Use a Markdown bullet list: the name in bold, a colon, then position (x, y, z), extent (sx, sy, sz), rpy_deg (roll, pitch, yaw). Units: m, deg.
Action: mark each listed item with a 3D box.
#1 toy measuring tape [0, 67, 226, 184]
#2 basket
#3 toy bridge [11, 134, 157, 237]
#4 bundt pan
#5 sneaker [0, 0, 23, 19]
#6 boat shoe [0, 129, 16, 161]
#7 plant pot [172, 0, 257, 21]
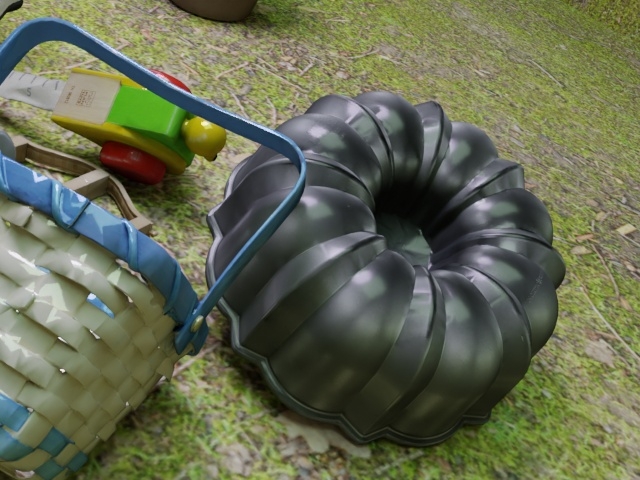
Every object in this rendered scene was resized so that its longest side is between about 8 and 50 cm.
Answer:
- **toy measuring tape**: position (-0.238, -0.133, 0.803), extent (0.330, 0.121, 0.121), rpy_deg (14, 30, 23)
- **basket**: position (-0.182, -0.008, 0.504), extent (0.255, 0.201, 0.289), rpy_deg (29, 71, 12)
- **toy bridge**: position (-0.236, -0.052, 0.735), extent (0.188, 0.026, 0.063), rpy_deg (31, 34, 15)
- **bundt pan**: position (0.074, 0.002, 0.640), extent (0.331, 0.124, 0.331), rpy_deg (12, 56, -19)
- **sneaker**: position (-0.458, -0.277, 0.802), extent (0.315, 0.182, 0.127), rpy_deg (-19, 44, -38)
- **boat shoe**: position (-0.365, -0.034, 0.568), extent (0.105, 0.113, 0.306), rpy_deg (16, 31, 4)
- **plant pot**: position (-0.160, -0.501, 1.223), extent (0.263, 0.229, 0.263), rpy_deg (13, 35, -9)
